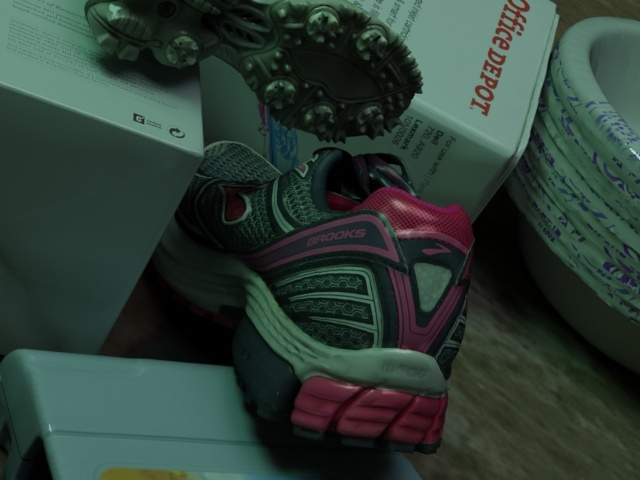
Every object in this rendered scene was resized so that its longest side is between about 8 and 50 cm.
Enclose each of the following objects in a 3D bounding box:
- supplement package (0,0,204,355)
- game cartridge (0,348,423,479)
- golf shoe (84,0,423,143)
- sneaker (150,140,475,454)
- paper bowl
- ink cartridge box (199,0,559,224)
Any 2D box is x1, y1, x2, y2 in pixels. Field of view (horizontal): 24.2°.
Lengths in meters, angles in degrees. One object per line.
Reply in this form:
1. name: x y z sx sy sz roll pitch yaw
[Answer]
1. supplement package: -0.174 -0.075 0.716 0.194 0.149 0.203 20 33 -20
2. game cartridge: -0.013 0.165 0.614 0.198 0.062 0.297 4 40 -30
3. golf shoe: -0.030 -0.106 0.692 0.176 0.069 0.086 22 27 -33
4. sneaker: 0.000 0.000 0.747 0.121 0.112 0.299 11 13 -25
5. paper bowl: 0.246 -0.011 0.990 0.284 0.148 0.284 21 33 -15
6. ink cartridge box: -0.007 -0.127 0.937 0.278 0.117 0.201 27 38 -3
